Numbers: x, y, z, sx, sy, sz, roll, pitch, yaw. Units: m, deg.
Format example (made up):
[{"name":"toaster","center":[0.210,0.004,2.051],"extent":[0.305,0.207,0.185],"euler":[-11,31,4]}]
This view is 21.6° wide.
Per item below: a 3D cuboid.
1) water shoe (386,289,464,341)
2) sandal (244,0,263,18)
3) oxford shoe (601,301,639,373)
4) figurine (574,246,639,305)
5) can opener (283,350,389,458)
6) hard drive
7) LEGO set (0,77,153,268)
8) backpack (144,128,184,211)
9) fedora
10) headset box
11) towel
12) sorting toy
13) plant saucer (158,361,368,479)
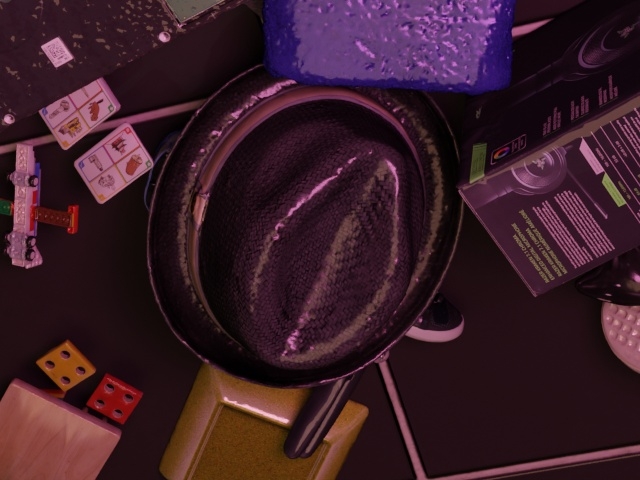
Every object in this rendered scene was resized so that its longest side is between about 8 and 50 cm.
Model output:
[{"name":"water shoe","center":[0.068,0.029,1.669],"extent":[0.203,0.073,0.080],"euler":[30,118,-11]},{"name":"sandal","center":[-0.041,-0.251,1.534],"extent":[0.097,0.054,0.254],"euler":[-22,126,24]},{"name":"oxford shoe","center":[0.492,0.042,1.586],"extent":[0.449,0.130,0.169],"euler":[-17,76,18]},{"name":"figurine","center":[0.363,-0.009,1.536],"extent":[0.209,0.092,0.215],"euler":[24,90,28]},{"name":"can opener","center":[0.016,0.148,1.742],"extent":[0.073,0.059,0.186],"euler":[34,107,36]},{"name":"hard drive","center":[-0.252,-0.248,1.481],"extent":[0.339,0.064,0.237],"euler":[-25,115,21]},{"name":"LEGO set","center":[-0.287,-0.088,1.660],"extent":[0.244,0.060,0.182],"euler":[-35,87,26]},{"name":"backpack","center":[-0.111,-0.057,1.634],"extent":[0.114,0.084,0.105],"euler":[17,118,-10]},{"name":"fedora","center":[0.000,0.000,1.534],"extent":[0.334,0.152,0.334],"euler":[-4,109,-11]},{"name":"headset box","center":[0.258,-0.111,1.459],"extent":[0.283,0.246,0.131],"euler":[-29,114,23]},{"name":"towel","center":[0.066,-0.285,1.447],"extent":[0.227,0.076,0.308],"euler":[4,106,4]},{"name":"sorting toy","center":[-0.297,0.212,1.843],"extent":[0.132,0.046,0.274],"euler":[27,121,-8]},{"name":"plant saucer","center":[-0.067,0.230,1.823],"extent":[0.188,0.045,0.188],"euler":[21,121,-5]}]
